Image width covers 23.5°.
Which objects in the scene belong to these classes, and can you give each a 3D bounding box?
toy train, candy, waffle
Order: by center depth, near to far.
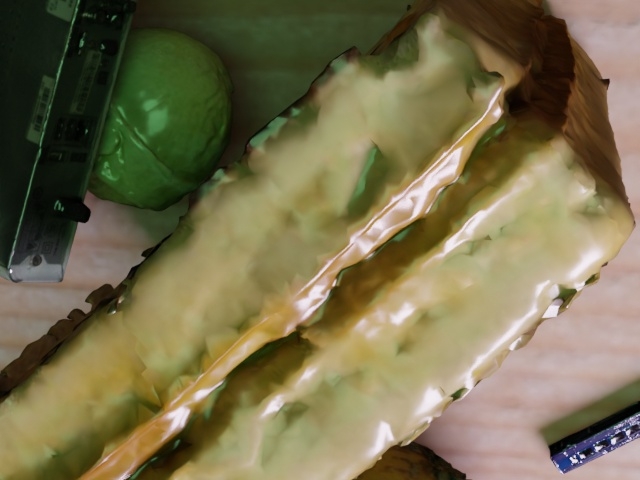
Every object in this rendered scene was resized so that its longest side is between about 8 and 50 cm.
[{"bbox_3d":[0.000,0.000,0.657,0.261,0.376,0.114,-39,95,15],"label":"waffle"},{"bbox_3d":[0.165,0.103,0.839,0.083,0.017,0.017,-29,99,13],"label":"toy train"},{"bbox_3d":[-0.184,-0.004,0.843,0.335,0.092,0.093,-34,112,22],"label":"candy"}]

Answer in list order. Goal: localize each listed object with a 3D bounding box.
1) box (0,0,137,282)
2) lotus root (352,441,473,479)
[{"bbox_3d":[-0.169,-0.133,0.771,0.211,0.045,0.270,26,104,33],"label":"box"},{"bbox_3d":[-0.050,0.261,0.828,0.397,0.179,0.196,-45,76,10],"label":"lotus root"}]
